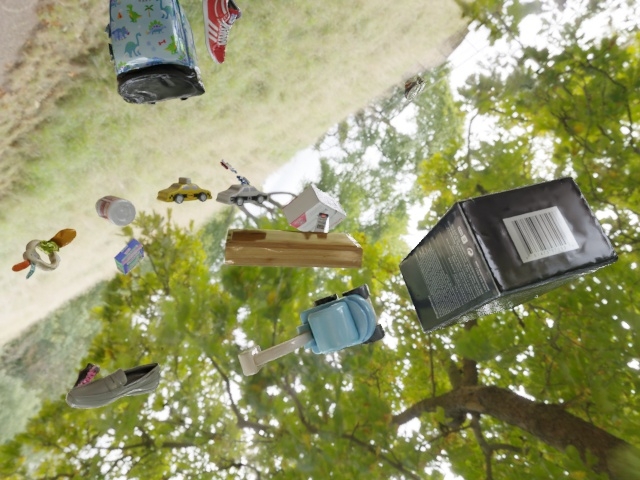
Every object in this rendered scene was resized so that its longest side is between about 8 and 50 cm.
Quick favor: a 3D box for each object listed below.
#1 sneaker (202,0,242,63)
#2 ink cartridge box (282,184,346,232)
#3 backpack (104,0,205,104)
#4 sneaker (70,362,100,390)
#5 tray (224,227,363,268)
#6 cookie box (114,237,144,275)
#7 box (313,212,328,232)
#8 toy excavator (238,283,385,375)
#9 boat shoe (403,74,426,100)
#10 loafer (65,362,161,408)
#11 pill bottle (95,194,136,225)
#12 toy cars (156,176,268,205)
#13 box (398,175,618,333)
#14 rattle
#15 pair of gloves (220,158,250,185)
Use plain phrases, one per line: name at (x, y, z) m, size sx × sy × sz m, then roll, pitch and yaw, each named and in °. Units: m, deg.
sneaker at (-0.177, -0.388, 0.802) m, size 0.042 × 0.067 × 0.118 m, roll -46°, pitch 141°, yaw -50°
ink cartridge box at (-0.023, -0.120, 1.891) m, size 0.172 × 0.237 × 0.100 m, roll -36°, pitch -119°, yaw 19°
backpack at (-0.547, -0.666, 1.421) m, size 0.273 × 0.290 × 0.355 m, roll 77°, pitch 9°, yaw -75°
sneaker at (-0.853, 0.493, 1.563) m, size 0.119 × 0.057 × 0.047 m, roll -55°, pitch 157°, yaw -26°
tray at (-0.090, 0.021, 1.386) m, size 0.203 × 0.411 × 0.076 m, roll -123°, pitch -144°, yaw -73°
cookie box at (-0.631, 0.055, 1.438) m, size 0.092 × 0.040 × 0.107 m, roll -54°, pitch 180°, yaw -29°
box at (0.000, 0.000, 1.625) m, size 0.207 × 0.036 × 0.114 m, roll 90°, pitch 13°, yaw -61°
toy excavator at (-0.030, 0.349, 1.631) m, size 0.433 × 0.222 × 0.445 m, roll -23°, pitch 173°, yaw 28°
boat shoe at (0.254, -0.427, 1.206) m, size 0.137 × 0.043 × 0.049 m, roll -48°, pitch 171°, yaw -47°
loafer at (-0.731, 0.509, 1.558) m, size 0.112 × 0.319 × 0.111 m, roll 26°, pitch -71°, yaw 38°
pill bottle at (-0.650, -0.097, 1.369) m, size 0.152 × 0.086 × 0.086 m, roll 15°, pitch -113°, yaw 44°
toy cars at (-0.387, -0.182, 1.584) m, size 0.176 × 0.394 × 0.087 m, roll -108°, pitch -159°, yaw -75°
box at (0.409, 0.054, 1.045) m, size 0.395 × 0.293 × 0.212 m, roll 111°, pitch -37°, yaw -65°
rattle at (-0.931, 0.043, 1.486) m, size 0.143 × 0.130 × 0.199 m, roll -16°, pitch -170°, yaw -2°
pair of gloves at (-0.400, -0.313, 2.062) m, size 0.023 × 0.198 × 0.159 m, roll -46°, pitch -174°, yaw 7°
